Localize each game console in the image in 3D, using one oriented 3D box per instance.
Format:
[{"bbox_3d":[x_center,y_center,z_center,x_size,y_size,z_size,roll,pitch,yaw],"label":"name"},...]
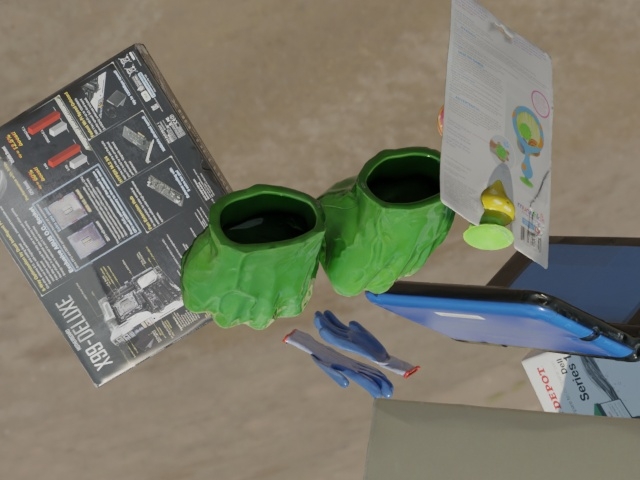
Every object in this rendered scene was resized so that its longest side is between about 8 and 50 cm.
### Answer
[{"bbox_3d":[0.242,0.033,1.464,0.250,0.173,0.293,25,165,-34],"label":"game console"}]

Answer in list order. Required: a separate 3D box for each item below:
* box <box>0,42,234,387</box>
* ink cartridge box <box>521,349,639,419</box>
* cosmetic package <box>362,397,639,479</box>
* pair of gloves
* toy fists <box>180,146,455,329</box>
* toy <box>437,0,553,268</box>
[{"bbox_3d":[-0.223,-0.027,1.441,0.242,0.307,0.076,-31,-172,4],"label":"box"},{"bbox_3d":[0.388,0.177,1.630,0.219,0.160,0.092,-25,180,33],"label":"ink cartridge box"},{"bbox_3d":[0.167,0.176,0.620,0.296,0.129,0.153,3,141,11],"label":"cosmetic package"},{"bbox_3d":[0.041,0.145,1.662,0.023,0.159,0.198,-66,164,16],"label":"pair of gloves"},{"bbox_3d":[0.000,0.000,1.193,0.279,0.096,0.142,-17,145,-27],"label":"toy fists"},{"bbox_3d":[0.144,-0.096,1.148,0.137,0.237,0.056,29,139,-32],"label":"toy"}]
